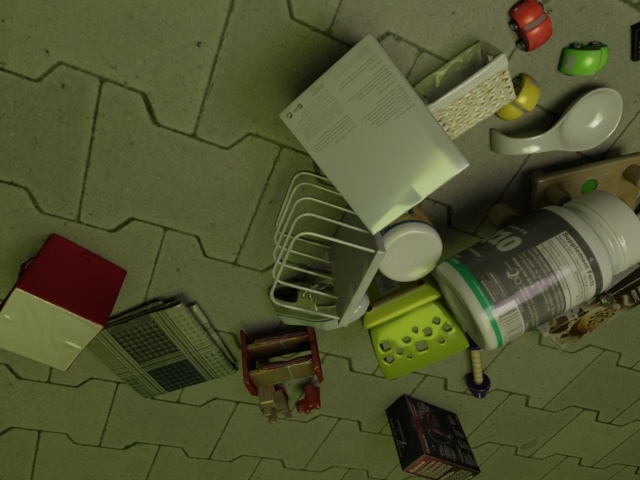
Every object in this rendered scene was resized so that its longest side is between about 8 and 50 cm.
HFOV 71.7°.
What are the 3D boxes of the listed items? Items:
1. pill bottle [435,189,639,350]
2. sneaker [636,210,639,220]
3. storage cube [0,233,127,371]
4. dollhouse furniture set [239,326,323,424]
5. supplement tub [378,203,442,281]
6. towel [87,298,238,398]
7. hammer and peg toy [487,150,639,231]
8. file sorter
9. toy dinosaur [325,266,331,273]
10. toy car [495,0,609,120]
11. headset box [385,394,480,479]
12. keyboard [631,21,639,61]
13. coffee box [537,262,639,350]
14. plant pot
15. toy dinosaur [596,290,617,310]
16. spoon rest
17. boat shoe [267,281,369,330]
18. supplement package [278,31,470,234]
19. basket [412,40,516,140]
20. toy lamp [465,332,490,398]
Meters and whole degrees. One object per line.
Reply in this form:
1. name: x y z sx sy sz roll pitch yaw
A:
1. pill bottle: 0.442 0.056 0.909 0.361 0.204 0.204 -28 124 0
2. sneaker: 0.862 -0.057 1.128 0.118 0.110 0.292 -8 125 8
3. storage cube: -0.584 0.139 0.992 0.215 0.193 0.183 36 112 -27
4. dollhouse furniture set: -0.092 0.388 1.288 0.201 0.152 0.374 -11 142 -1
5. supplement tub: 0.173 -0.021 0.987 0.144 0.199 0.144 -4 125 -6
6. towel: -0.432 0.300 1.219 0.312 0.056 0.324 -18 127 8
7. hammer and peg toy: 0.576 -0.054 1.070 0.361 0.127 0.266 -14 127 2
8. file sorter: 0.000 0.000 0.935 0.173 0.277 0.193 17 120 -14
9. toy dinosaur: 0.059 0.107 1.123 0.053 0.092 0.183 -20 125 5
10. toy car: 0.480 -0.358 0.890 0.225 0.053 0.239 -7 125 -4
11. headset box: 0.358 0.661 1.471 0.293 0.218 0.110 28 116 -25
12. keyboard: 0.717 -0.444 0.886 0.180 0.023 0.108 -24 124 7
13. coffee box: 0.739 0.163 1.228 0.297 0.119 0.168 -40 133 19
14. plant pot: 0.208 0.171 1.116 0.227 0.228 0.207 -26 118 10
15. toy dinosaur: 0.658 0.065 1.149 0.118 0.268 0.064 -41 152 -24
16. spoon rest: 0.520 -0.240 0.959 0.276 0.084 0.137 -16 125 4
17. boat shoe: -0.020 0.149 1.068 0.302 0.109 0.094 -13 124 43
18. supplement package: 0.101 -0.187 0.810 0.199 0.198 0.262 -37 95 17
19. basket: 0.282 -0.290 0.873 0.167 0.113 0.103 -33 124 15
20. toy lamp: 0.493 0.401 1.401 0.080 0.080 0.274 -16 122 3
